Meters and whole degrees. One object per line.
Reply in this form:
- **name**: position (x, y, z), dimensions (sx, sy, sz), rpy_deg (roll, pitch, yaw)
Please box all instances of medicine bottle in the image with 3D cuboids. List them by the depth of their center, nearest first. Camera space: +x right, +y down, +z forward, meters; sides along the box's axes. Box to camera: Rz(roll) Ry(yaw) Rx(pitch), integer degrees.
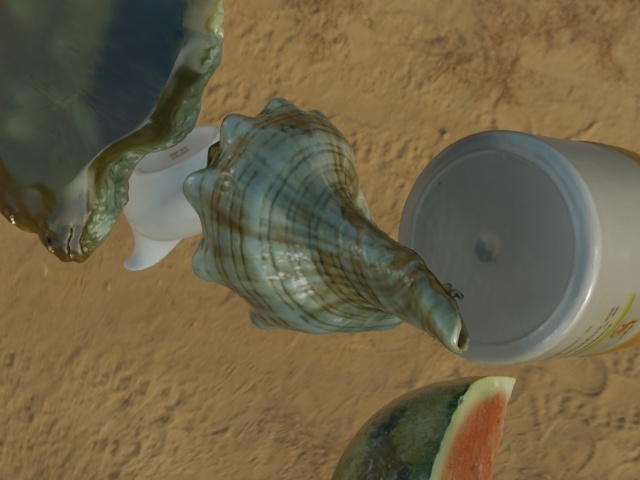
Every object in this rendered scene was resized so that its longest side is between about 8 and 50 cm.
- **medicine bottle**: position (0.238, 0.009, 1.033), dimensions (0.232, 0.238, 0.238), rpy_deg (0, 70, -46)

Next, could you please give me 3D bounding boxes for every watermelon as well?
- **watermelon**: position (0.101, 0.251, 1.046), dimensions (0.176, 0.256, 0.260), rpy_deg (20, 61, -13)

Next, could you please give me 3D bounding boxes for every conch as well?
- **conch**: position (-0.010, 0.009, 0.801), dimensions (0.203, 0.169, 0.386), rpy_deg (30, 20, -41)

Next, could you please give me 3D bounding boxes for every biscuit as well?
- **biscuit**: position (-0.219, -0.147, 0.933), dimensions (0.329, 0.078, 0.335), rpy_deg (-5, 84, 17)

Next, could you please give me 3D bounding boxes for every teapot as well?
- **teapot**: position (-0.160, -0.074, 1.349), dimensions (0.298, 0.204, 0.139), rpy_deg (-25, 113, -1)
